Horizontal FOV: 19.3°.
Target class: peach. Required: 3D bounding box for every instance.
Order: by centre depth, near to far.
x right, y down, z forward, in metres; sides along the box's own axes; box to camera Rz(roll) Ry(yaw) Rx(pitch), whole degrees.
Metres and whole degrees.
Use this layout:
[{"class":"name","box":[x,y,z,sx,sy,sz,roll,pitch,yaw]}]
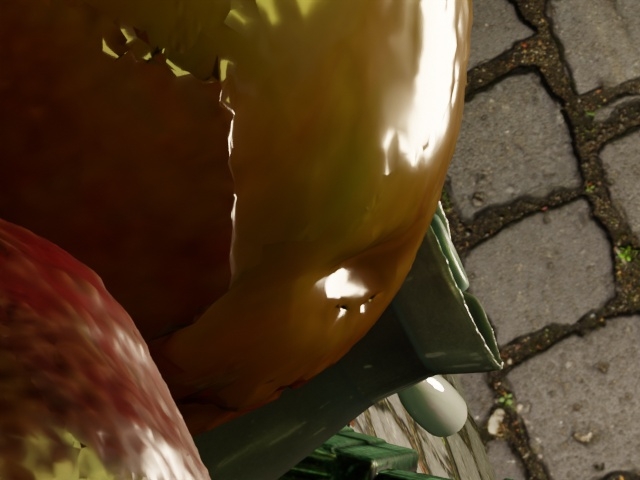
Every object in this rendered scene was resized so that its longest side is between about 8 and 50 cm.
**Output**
[{"class":"peach","box":[-0.106,-0.096,0.623,0.372,0.289,0.373,-22,90,-81]}]

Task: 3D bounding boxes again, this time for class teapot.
[{"class":"teapot","box":[-0.036,0.043,0.942,0.203,0.225,0.171,50,17,-66]}]

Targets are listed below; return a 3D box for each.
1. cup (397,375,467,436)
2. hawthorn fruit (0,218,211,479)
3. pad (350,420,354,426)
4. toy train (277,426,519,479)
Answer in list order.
[{"class":"cup","box":[-0.023,0.042,1.260,0.299,0.167,0.173,35,-7,29]},{"class":"hawthorn fruit","box":[-0.108,0.091,0.421,0.253,0.205,0.205,65,3,-73]},{"class":"pad","box":[-0.024,0.005,1.850,0.323,0.055,0.250,84,-7,-45]},{"class":"toy train","box":[0.043,0.190,1.151,0.330,0.178,0.139,32,69,-80]}]
